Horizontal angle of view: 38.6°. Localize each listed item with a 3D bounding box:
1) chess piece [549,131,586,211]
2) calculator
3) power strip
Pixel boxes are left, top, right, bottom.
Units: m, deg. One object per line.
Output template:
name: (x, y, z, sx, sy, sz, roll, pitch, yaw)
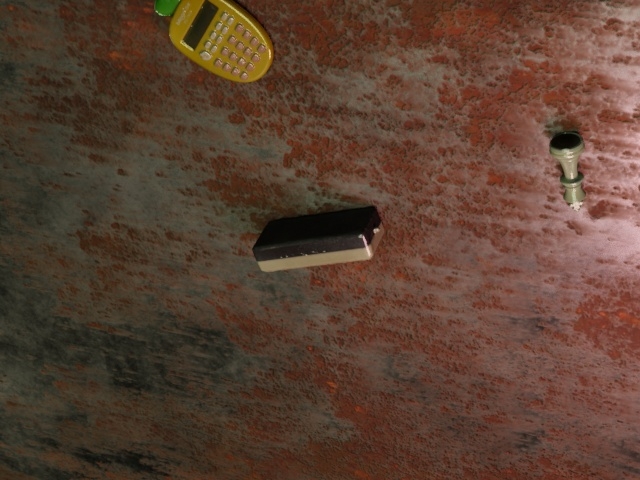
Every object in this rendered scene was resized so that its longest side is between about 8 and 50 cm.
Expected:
chess piece: (0.435, -0.112, 1.578, 0.059, 0.059, 0.149, -4, 128, 24)
calculator: (-0.192, -0.376, 1.645, 0.235, 0.032, 0.146, 35, 128, -7)
power strip: (0.000, 0.000, 1.785, 0.257, 0.105, 0.070, -8, 121, 26)
